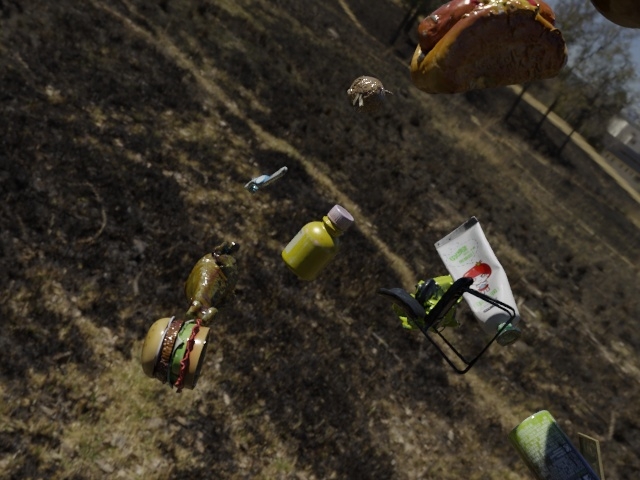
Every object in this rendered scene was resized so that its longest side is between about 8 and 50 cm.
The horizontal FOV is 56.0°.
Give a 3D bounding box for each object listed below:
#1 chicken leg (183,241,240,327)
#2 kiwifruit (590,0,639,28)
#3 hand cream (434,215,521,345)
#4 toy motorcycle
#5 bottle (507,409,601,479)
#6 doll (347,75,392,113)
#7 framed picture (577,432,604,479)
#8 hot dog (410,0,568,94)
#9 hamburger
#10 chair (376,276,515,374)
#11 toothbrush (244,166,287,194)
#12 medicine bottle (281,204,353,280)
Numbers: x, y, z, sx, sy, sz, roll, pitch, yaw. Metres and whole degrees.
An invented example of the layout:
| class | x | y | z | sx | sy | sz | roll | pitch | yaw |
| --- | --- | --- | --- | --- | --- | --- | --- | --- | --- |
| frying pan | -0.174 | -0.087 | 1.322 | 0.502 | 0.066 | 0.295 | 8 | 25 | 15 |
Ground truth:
| class | x | y | z | sx | sy | sz | roll | pitch | yaw |
| --- | --- | --- | --- | --- | --- | --- | --- | --- | --- |
| chicken leg | -0.308 | 0.155 | 1.609 | 0.140 | 0.212 | 0.361 | 12 | 30 | 1 |
| kiwifruit | 0.463 | -0.414 | 0.837 | 0.195 | 0.234 | 0.196 | -7 | 16 | 2 |
| hand cream | 0.352 | 0.087 | 1.334 | 0.076 | 0.121 | 0.336 | 39 | 24 | -37 |
| toy motorcycle | 0.329 | 0.185 | 1.747 | 0.142 | 0.206 | 0.342 | 16 | 13 | 29 |
| bottle | 0.456 | 0.455 | 1.024 | 0.093 | 0.093 | 0.330 | 11 | 37 | -46 |
| doll | 0.133 | -0.430 | 1.774 | 0.221 | 0.114 | 0.105 | -29 | 100 | -67 |
| framed picture | 0.685 | 0.595 | 1.508 | 0.136 | 0.010 | 0.201 | 68 | 17 | -79 |
| hot dog | 0.273 | -0.330 | 0.983 | 0.256 | 0.153 | 0.150 | -11 | 20 | -9 |
| hamburger | -0.328 | 0.247 | 1.348 | 0.136 | 0.175 | 0.175 | 17 | 24 | -3 |
| chair | 0.236 | 0.122 | 1.141 | 0.221 | 0.145 | 0.140 | 40 | 10 | 19 |
| toothbrush | -0.159 | -0.168 | 1.669 | 0.040 | 0.040 | 0.386 | 30 | -12 | -15 |
| medicine bottle | 0.000 | 0.000 | 1.678 | 0.121 | 0.212 | 0.122 | 38 | 15 | -12 |
